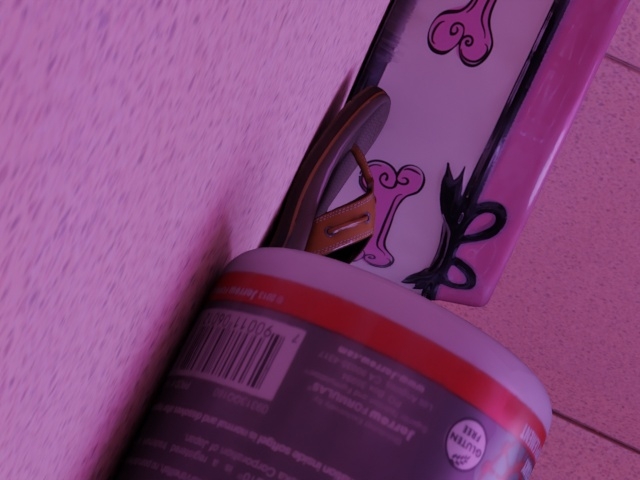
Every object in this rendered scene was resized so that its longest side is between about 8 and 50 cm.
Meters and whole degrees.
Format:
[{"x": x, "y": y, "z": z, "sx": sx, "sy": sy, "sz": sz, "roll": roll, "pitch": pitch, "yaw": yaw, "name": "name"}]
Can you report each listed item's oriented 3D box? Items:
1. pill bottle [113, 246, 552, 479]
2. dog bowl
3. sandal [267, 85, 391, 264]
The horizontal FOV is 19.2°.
[{"x": -0.035, "y": 0.205, "z": 1.040, "sx": 0.210, "sy": 0.210, "sz": 0.363, "roll": 95, "pitch": 20, "yaw": -75, "name": "pill bottle"}, {"x": 0.133, "y": -0.129, "z": 1.483, "sx": 0.408, "sy": 0.150, "sz": 0.408, "roll": 25, "pitch": 90, "yaw": -84, "name": "dog bowl"}, {"x": 0.000, "y": 0.000, "z": 1.238, "sx": 0.090, "sy": 0.060, "sz": 0.219, "roll": 104, "pitch": 12, "yaw": -64, "name": "sandal"}]
